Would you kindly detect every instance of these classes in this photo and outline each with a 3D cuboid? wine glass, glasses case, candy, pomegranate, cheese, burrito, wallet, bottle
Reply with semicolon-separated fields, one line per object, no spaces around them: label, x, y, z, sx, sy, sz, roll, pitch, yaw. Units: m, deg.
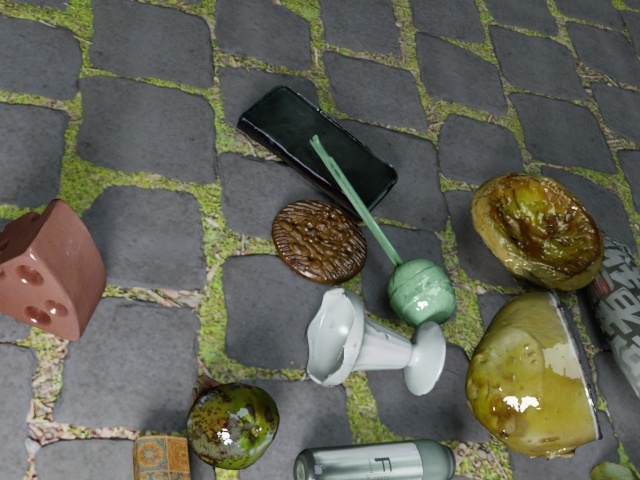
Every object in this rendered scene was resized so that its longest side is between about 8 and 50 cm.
wine glass;0.091;0.171;1.437;0.196;0.165;0.165;13;49;-22
glasses case;-0.211;0.375;1.196;0.075;0.049;0.218;4;52;-22
candy;0.097;-0.024;1.619;0.119;0.119;0.440;-18;63;-35
pomegranate;-0.134;0.251;1.281;0.138;0.125;0.163;1;50;-40
cheese;-0.414;0.024;1.298;0.203;0.177;0.128;25;47;-5
burrito;0.614;0.156;1.733;0.139;0.101;0.445;4;53;-25
wallet;-0.001;-0.180;1.752;0.318;0.045;0.172;37;50;6
bottle;0.085;0.355;1.338;0.254;0.079;0.096;1;91;-25

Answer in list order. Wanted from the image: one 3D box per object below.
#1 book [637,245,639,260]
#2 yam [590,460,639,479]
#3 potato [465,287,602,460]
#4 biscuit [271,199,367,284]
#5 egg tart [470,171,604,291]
book;0.716;0.102;1.824;0.172;0.012;0.118;45;29;-18
yam;0.527;0.434;1.486;0.070;0.070;0.146;-28;70;-39
potato;0.340;0.222;1.488;0.196;0.246;0.299;-13;21;10
biscuit;0.001;-0.001;1.618;0.188;0.027;0.188;14;48;-16
egg tart;0.425;-0.009;1.769;0.290;0.115;0.290;11;50;-14
